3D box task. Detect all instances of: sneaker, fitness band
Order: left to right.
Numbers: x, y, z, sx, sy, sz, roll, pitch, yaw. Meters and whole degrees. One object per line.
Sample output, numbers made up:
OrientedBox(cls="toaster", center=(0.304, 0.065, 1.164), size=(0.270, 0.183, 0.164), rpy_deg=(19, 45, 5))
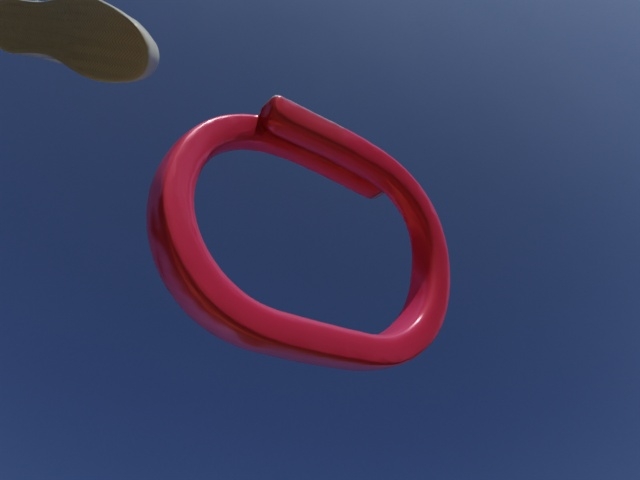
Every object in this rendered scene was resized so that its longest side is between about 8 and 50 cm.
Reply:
OrientedBox(cls="sneaker", center=(-0.326, -0.301, 0.734), size=(0.293, 0.169, 0.108), rpy_deg=(20, -72, 20))
OrientedBox(cls="fitness band", center=(0.000, 0.000, 0.414), size=(0.291, 0.054, 0.209), rpy_deg=(20, -116, -31))
